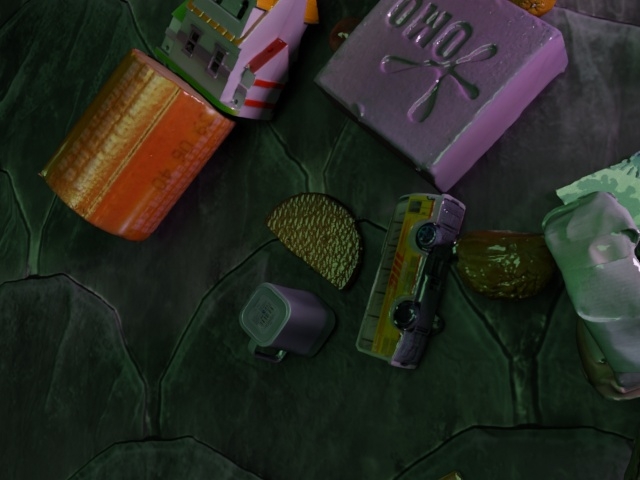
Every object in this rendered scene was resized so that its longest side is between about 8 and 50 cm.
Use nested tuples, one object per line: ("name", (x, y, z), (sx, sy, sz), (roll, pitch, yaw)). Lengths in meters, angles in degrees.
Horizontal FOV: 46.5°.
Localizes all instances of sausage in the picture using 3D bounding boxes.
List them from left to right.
("sausage", (-0.326, -0.174, 1.354), (0.287, 0.233, 0.233), (-50, 62, 9))

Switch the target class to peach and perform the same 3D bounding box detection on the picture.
("peach", (0.055, -0.347, 1.286), (0.083, 0.083, 0.083), (-7, 75, 26))

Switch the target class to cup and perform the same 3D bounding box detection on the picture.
("cup", (-0.062, 0.140, 1.202), (0.095, 0.129, 0.128), (42, 102, 35))

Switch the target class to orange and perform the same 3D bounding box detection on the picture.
("orange", (0.327, -0.382, 1.154), (0.085, 0.085, 0.085), (-7, 75, 26))

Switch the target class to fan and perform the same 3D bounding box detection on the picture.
("fan", (0.457, -0.064, 1.049), (0.240, 0.009, 0.131), (-6, 76, 26))

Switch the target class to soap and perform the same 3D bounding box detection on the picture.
("soap", (0.179, -0.263, 1.170), (0.285, 0.107, 0.296), (-50, 57, 4))

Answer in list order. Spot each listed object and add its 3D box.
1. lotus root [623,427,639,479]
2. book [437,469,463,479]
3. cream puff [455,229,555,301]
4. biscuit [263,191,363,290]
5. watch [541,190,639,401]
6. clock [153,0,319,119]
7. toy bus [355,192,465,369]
("lotus root", (0.483, 0.316, 0.842), (0.260, 0.149, 0.267), (12, 113, 20))
("book", (0.107, 0.538, 1.074), (0.374, 0.028, 0.262), (-35, 65, 16))
("cream puff", (0.263, 0.036, 1.061), (0.144, 0.126, 0.103), (1, 94, 36))
("biscuit", (0.002, -0.013, 1.261), (0.206, 0.025, 0.126), (40, 98, 28))
("watch", (0.354, 0.056, 0.906), (0.162, 0.253, 0.241), (-29, 104, 19))
("clock", (-0.122, -0.405, 1.314), (0.235, 0.166, 0.309), (42, 117, 28))
("toy bus", (0.140, 0.058, 1.142), (0.106, 0.092, 0.268), (13, 85, 39))
